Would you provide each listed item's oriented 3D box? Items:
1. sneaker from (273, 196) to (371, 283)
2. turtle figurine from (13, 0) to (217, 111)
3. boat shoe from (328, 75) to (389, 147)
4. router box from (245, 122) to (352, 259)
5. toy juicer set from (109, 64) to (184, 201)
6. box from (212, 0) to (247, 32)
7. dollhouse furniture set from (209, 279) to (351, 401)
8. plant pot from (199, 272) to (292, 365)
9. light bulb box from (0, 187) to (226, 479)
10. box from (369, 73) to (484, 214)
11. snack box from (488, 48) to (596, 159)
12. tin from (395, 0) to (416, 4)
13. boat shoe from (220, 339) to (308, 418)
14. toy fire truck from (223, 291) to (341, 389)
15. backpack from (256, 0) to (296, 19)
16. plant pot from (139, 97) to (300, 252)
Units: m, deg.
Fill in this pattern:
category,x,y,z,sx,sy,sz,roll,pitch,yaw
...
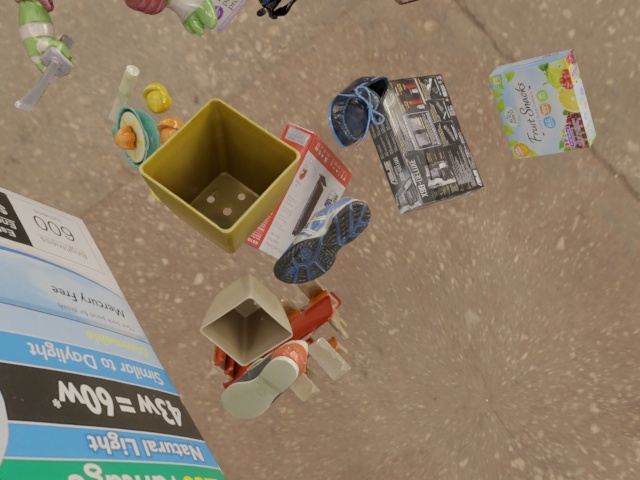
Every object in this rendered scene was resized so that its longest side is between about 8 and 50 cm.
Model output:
category,x,y,z,sx,sy,sz,roll,pitch,yaw
sneaker,0.000,0.000,1.357,0.211,0.081,0.080,-39,116,0
turtle figurine,-0.174,-0.228,0.648,0.274,0.266,0.198,28,116,35
boat shoe,0.082,-0.284,1.513,0.089,0.109,0.258,-17,33,27
router box,-0.060,-0.095,1.850,0.082,0.335,0.301,25,87,20
toy juicer set,-0.387,-0.251,1.555,0.089,0.209,0.329,-18,51,-36
box,-0.076,-0.453,1.078,0.324,0.063,0.067,-44,61,17
dollhouse furniture set,-0.079,0.201,1.475,0.259,0.262,0.135,-37,112,11
plant pot,-0.120,0.120,1.212,0.109,0.109,0.096,-34,31,18
light bulb box,-0.267,0.126,0.404,0.225,0.358,0.361,-47,56,11
box,0.241,-0.234,1.755,0.076,0.242,0.307,-25,84,50
snack box,0.482,-0.291,1.603,0.174,0.070,0.207,-5,118,37
tin,0.145,-0.362,0.974,0.106,0.190,0.040,-43,108,0
boat shoe,-0.062,0.155,0.822,0.049,0.043,0.137,42,127,-7
toy fire truck,-0.101,0.251,1.797,0.169,0.254,0.302,50,56,-3
backpack,-0.060,-0.706,1.738,0.213,0.263,0.276,46,54,-17
plant pot,-0.184,-0.098,1.402,0.212,0.187,0.212,35,66,14
